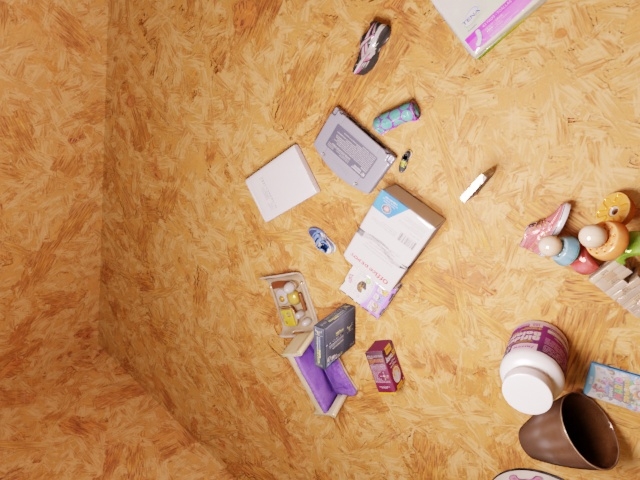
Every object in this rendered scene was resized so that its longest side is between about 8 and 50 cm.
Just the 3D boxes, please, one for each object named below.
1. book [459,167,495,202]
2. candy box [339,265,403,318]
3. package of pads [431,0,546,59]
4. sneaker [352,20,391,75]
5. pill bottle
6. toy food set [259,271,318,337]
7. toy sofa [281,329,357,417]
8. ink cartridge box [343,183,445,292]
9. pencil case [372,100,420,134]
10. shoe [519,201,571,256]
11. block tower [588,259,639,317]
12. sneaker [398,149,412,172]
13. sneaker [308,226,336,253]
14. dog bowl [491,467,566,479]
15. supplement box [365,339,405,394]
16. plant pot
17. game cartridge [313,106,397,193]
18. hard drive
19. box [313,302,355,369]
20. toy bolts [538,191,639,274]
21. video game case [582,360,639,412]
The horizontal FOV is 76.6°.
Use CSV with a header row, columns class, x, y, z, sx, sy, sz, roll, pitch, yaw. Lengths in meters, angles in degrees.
class,x,y,z,sx,sy,sz,roll,pitch,yaw
book,0.477,-0.172,1.228,0.035,0.144,0.096,45,125,13
candy box,0.195,0.180,1.585,0.196,0.070,0.165,37,123,18
package of pads,0.473,-0.682,1.084,0.296,0.101,0.229,-38,84,36
sneaker,0.158,-0.638,1.344,0.077,0.072,0.178,49,119,25
pill bottle,0.635,0.373,1.208,0.169,0.301,0.169,11,112,31
toy food set,-0.150,0.296,1.844,0.219,0.092,0.306,-12,98,36
toy sofa,0.002,0.581,1.765,0.177,0.150,0.363,-15,108,36
ink cartridge box,0.255,-0.007,1.443,0.223,0.129,0.307,39,123,17
pencil case,0.253,-0.405,1.350,0.151,0.064,0.070,-17,80,37
shoe,0.660,-0.041,1.199,0.081,0.063,0.178,24,122,20
block tower,0.905,0.179,1.092,0.335,0.091,0.097,44,125,13
sneaker,0.285,-0.271,1.392,0.031,0.035,0.083,30,120,24
sneaker,0.000,0.000,1.662,0.144,0.059,0.053,42,126,17
dog bowl,0.786,1.033,1.427,0.407,0.150,0.408,11,112,30
supplement box,0.261,0.508,1.630,0.080,0.104,0.188,-15,97,36
plant pot,0.758,0.624,1.289,0.215,0.215,0.230,48,139,11
game cartridge,0.116,-0.319,1.481,0.294,0.060,0.196,45,122,13
hard drive,-0.165,-0.232,1.706,0.318,0.040,0.210,-26,91,37
box,0.062,0.383,1.643,0.059,0.232,0.184,10,110,34
toy bolts,0.708,-0.022,1.087,0.158,0.218,0.228,15,151,-10
video game case,0.906,0.446,1.229,0.166,0.015,0.119,13,113,31
